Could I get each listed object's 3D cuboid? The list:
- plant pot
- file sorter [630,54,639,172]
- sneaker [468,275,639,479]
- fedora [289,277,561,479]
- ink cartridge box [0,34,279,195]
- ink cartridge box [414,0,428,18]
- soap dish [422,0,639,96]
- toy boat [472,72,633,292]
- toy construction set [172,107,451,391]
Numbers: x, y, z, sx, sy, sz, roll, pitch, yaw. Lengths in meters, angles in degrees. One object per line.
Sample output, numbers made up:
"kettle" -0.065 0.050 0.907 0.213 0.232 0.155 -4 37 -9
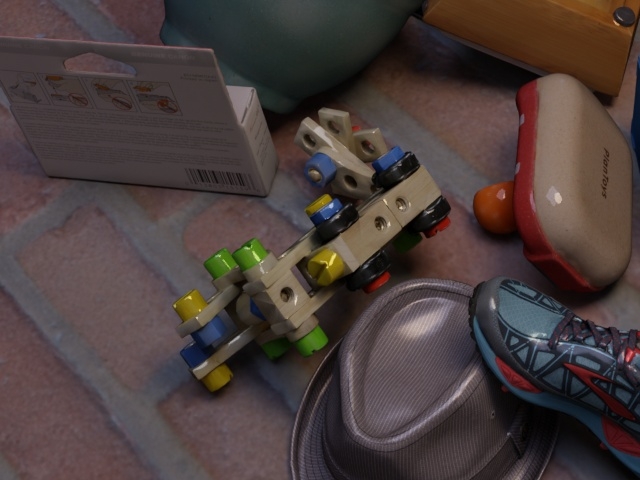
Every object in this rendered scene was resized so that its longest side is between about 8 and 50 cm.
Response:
"plant pot" -0.057 -0.263 1.475 0.293 0.293 0.196 43 108 34
"file sorter" 0.375 -0.088 1.328 0.104 0.118 0.170 -5 52 6
"sneaker" 0.250 0.099 1.142 0.262 0.125 0.104 34 49 -7
"fedora" 0.089 0.140 1.214 0.243 0.124 0.275 24 62 28
"ink cartridge box" -0.202 -0.148 1.425 0.275 0.239 0.060 6 56 17
"ink cartridge box" 0.110 -0.368 1.637 0.332 0.065 0.165 31 66 31
"soap dish" 0.262 -0.324 1.475 0.228 0.118 0.291 22 63 -3
"toy boat" 0.220 -0.052 1.341 0.151 0.151 0.231 -20 45 36
"toy construction set" 0.000 0.000 1.326 0.215 0.151 0.328 -28 24 52
